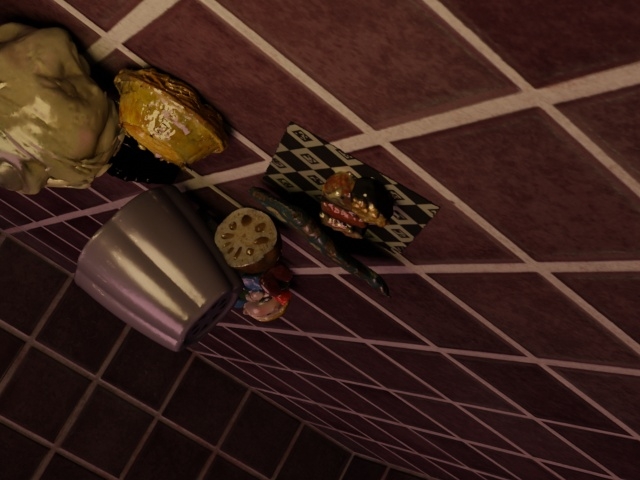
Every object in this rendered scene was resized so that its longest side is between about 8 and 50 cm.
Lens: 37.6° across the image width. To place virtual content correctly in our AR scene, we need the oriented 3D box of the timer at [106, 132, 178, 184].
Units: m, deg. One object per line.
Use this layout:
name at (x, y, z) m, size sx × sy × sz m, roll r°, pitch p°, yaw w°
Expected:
timer at (-0.366, -0.163, 1.763) m, size 0.187 × 0.055 × 0.144 m, roll 8°, pitch 156°, yaw 42°

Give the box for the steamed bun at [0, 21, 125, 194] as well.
steamed bun at (-0.470, -0.180, 1.458) m, size 0.280 × 0.207 × 0.267 m, roll 7°, pitch 135°, yaw 23°

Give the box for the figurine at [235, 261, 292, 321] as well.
figurine at (-0.112, 0.110, 2.048) m, size 0.185 × 0.127 × 0.234 m, roll 8°, pitch 144°, yaw 34°

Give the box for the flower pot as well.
flower pot at (-0.288, 0.068, 1.781) m, size 0.243 × 0.265 × 0.265 m, roll 44°, pitch 165°, yaw 8°

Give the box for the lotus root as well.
lotus root at (-0.125, 0.001, 1.744) m, size 0.122 × 0.112 × 0.081 m, roll 56°, pitch -171°, yaw 30°

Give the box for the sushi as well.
sushi at (0.029, -0.051, 1.434) m, size 0.264 × 0.050 × 0.290 m, roll 30°, pitch 164°, yaw -2°

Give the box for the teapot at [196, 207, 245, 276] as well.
teapot at (-0.218, 0.010, 1.929) m, size 0.149 × 0.111 × 0.108 m, roll 32°, pitch -175°, yaw -35°

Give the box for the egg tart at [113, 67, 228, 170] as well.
egg tart at (-0.239, -0.181, 1.443) m, size 0.213 × 0.090 × 0.212 m, roll 31°, pitch 166°, yaw 9°

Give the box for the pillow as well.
pillow at (0.000, 0.000, 1.572) m, size 0.255 × 0.034 × 0.189 m, roll 40°, pitch 178°, yaw -33°
